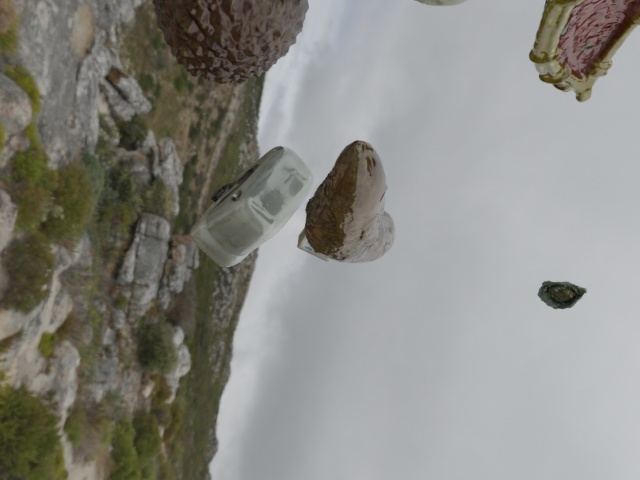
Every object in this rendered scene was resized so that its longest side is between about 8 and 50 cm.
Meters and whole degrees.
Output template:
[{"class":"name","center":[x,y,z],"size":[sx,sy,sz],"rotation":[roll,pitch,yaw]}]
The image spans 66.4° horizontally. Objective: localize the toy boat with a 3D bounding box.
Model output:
[{"class":"toy boat","center":[0.244,-0.202,0.385],"size":[0.318,0.140,0.099],"rotation":[28,40,-82]}]

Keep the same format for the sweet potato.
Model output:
[{"class":"sweet potato","center":[0.035,-0.026,0.594],"size":[0.114,0.092,0.341],"rotation":[-45,165,1]}]

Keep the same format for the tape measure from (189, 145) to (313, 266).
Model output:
[{"class":"tape measure","center":[-0.137,-0.083,1.009],"size":[0.265,0.130,0.258],"rotation":[-31,-162,42]}]

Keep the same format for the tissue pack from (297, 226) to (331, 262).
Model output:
[{"class":"tissue pack","center":[0.000,0.000,1.197],"size":[0.074,0.094,0.059],"rotation":[-54,-160,29]}]

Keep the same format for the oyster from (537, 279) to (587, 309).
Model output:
[{"class":"oyster","center":[0.656,0.142,1.338],"size":[0.100,0.037,0.098],"rotation":[41,-62,27]}]

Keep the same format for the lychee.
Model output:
[{"class":"lychee","center":[-0.101,-0.295,0.576],"size":[0.238,0.200,0.200],"rotation":[123,-23,-44]}]

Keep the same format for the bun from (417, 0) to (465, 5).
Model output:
[{"class":"bun","center":[0.120,-0.420,0.588],"size":[0.365,0.365,0.219],"rotation":[-92,-155,-49]}]
